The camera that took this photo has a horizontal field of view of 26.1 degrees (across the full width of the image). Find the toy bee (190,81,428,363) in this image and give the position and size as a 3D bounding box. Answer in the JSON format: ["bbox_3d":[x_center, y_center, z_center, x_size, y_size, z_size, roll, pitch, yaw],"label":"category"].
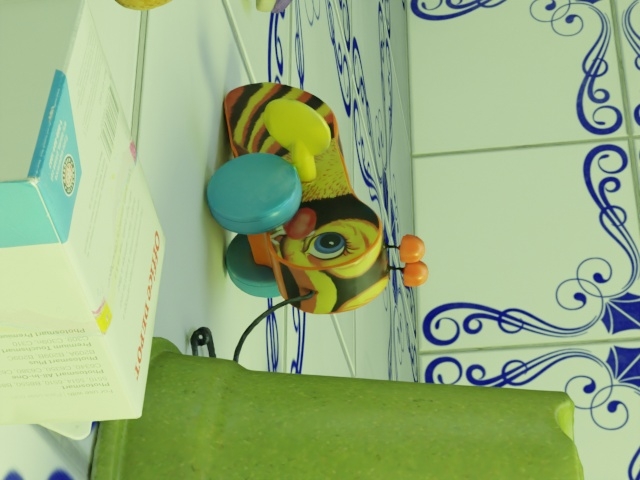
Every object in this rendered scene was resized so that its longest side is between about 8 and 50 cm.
[{"bbox_3d":[0.000,0.000,1.048,0.195,0.162,0.298,71,17,-68],"label":"toy bee"}]

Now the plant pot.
[{"bbox_3d":[0.028,0.185,0.802,0.276,0.254,0.276,-4,90,-83],"label":"plant pot"}]

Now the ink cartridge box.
[{"bbox_3d":[-0.113,0.000,0.489,0.143,0.090,0.092,79,11,-46],"label":"ink cartridge box"}]

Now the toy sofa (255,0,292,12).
[{"bbox_3d":[0.053,-0.326,1.152,0.362,0.150,0.177,135,-44,-67],"label":"toy sofa"}]

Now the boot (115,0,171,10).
[{"bbox_3d":[-0.100,-0.213,0.658,0.295,0.104,0.211,-85,168,-69],"label":"boot"}]
